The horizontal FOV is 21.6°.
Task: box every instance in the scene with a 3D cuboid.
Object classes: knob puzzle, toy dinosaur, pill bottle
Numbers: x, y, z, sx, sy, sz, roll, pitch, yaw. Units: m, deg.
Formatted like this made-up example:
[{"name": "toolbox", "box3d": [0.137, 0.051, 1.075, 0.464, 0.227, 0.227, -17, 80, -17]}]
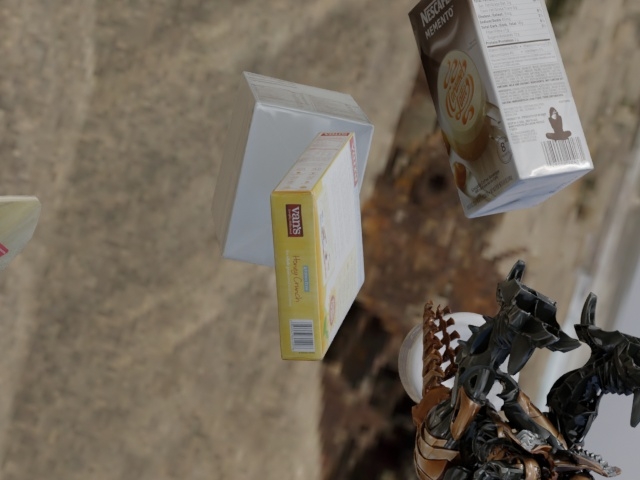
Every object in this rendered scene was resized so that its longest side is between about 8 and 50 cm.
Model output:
[{"name": "knob puzzle", "box3d": [-0.412, -0.002, 1.944, 0.213, 0.030, 0.213, -27, 157, -12]}, {"name": "toy dinosaur", "box3d": [0.131, 0.141, 1.241, 0.164, 0.322, 0.218, 11, 120, -48]}, {"name": "pill bottle", "box3d": [0.139, 0.130, 1.754, 0.187, 0.112, 0.112, 142, -35, -86]}]

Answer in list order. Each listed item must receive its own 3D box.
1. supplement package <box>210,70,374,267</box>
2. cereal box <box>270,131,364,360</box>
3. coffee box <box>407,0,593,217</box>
[{"name": "supplement package", "box3d": [-0.038, -0.084, 2.054, 0.203, 0.149, 0.194, -113, -144, -72]}, {"name": "cereal box", "box3d": [0.000, 0.000, 1.697, 0.240, 0.047, 0.173, -57, 145, -70]}, {"name": "coffee box", "box3d": [0.192, -0.165, 1.818, 0.141, 0.098, 0.246, 140, -62, -63]}]
